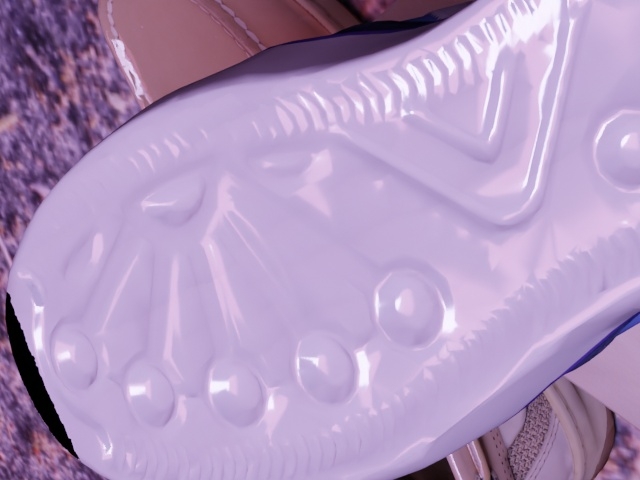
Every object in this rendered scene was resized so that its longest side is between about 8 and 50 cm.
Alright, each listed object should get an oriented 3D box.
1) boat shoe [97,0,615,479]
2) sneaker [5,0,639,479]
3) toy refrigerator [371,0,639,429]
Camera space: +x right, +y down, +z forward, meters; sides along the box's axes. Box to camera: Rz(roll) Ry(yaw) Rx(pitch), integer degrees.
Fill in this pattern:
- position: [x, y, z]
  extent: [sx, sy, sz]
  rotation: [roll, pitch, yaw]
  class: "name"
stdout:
- position: [0.000, 0.000, 0.751]
  extent: [0.341, 0.110, 0.121]
  rotation: [51, 140, 2]
  class: "boat shoe"
- position: [0.081, -0.025, 0.517]
  extent: [0.323, 0.236, 0.130]
  rotation: [-27, 84, 34]
  class: "sneaker"
- position: [0.128, 0.004, 0.607]
  extent: [0.269, 0.102, 0.094]
  rotation: [35, 156, 28]
  class: "toy refrigerator"
